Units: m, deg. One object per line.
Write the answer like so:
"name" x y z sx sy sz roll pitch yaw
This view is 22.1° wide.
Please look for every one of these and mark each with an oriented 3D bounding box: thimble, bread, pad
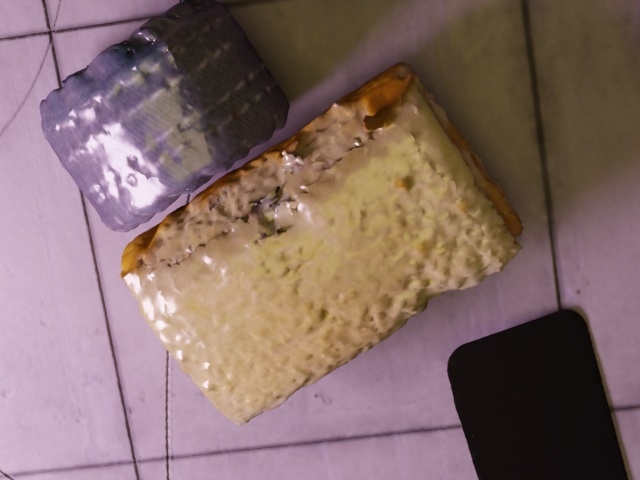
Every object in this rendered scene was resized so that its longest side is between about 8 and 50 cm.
"thimble" -0.162 -0.133 1.664 0.236 0.205 0.172 -30 97 38
"bread" 0.000 0.000 1.700 0.375 0.165 0.236 -31 105 12
"pad" 0.162 0.229 1.805 0.323 0.055 0.250 -14 104 9
